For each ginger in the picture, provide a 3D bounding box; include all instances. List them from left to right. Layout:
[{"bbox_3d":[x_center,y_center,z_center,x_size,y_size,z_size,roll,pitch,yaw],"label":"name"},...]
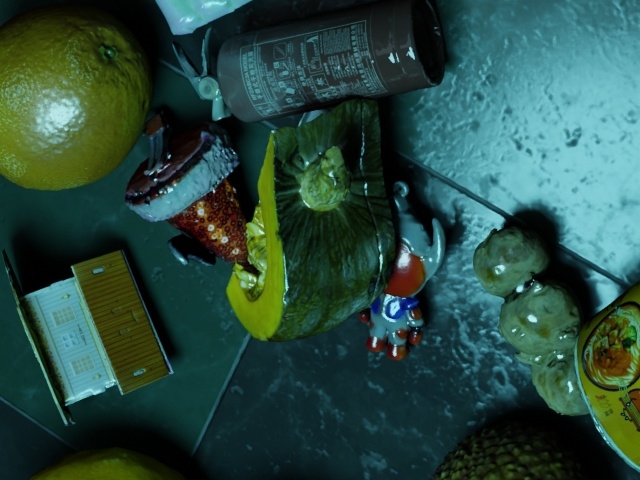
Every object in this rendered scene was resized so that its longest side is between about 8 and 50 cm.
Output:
[{"bbox_3d":[0.219,0.077,1.268,0.080,0.104,0.204,-30,91,-17],"label":"ginger"}]

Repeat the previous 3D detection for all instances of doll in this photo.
[{"bbox_3d":[0.077,0.030,1.332,0.104,0.062,0.195,31,127,47],"label":"doll"}]

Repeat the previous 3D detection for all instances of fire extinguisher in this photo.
[{"bbox_3d":[-0.018,-0.179,1.287,0.269,0.105,0.105,-8,102,25],"label":"fire extinguisher"}]

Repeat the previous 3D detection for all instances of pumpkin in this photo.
[{"bbox_3d":[0.002,-0.002,1.263,0.126,0.131,0.248,57,145,40],"label":"pumpkin"}]

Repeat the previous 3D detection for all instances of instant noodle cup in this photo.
[{"bbox_3d":[0.345,0.107,1.168,0.172,0.216,0.216,-37,89,36],"label":"instant noodle cup"}]

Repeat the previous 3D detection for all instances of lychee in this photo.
[{"bbox_3d":[0.188,0.278,1.296,0.194,0.194,0.194,7,108,21],"label":"lychee"}]

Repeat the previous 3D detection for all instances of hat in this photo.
[{"bbox_3d":[-0.110,-0.023,1.378,0.129,0.140,0.227,-42,112,-9],"label":"hat"}]

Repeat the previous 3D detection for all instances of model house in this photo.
[{"bbox_3d":[-0.264,0.085,1.470,0.135,0.207,0.219,-21,87,-9],"label":"model house"}]

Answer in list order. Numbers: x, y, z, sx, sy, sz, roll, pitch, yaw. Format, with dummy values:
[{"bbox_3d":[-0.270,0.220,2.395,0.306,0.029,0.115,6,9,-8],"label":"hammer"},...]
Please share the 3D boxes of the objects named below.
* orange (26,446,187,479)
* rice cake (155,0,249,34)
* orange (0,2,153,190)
[{"bbox_3d":[-0.242,0.361,1.456,0.261,0.261,0.261,7,108,21],"label":"orange"},{"bbox_3d":[-0.122,-0.323,1.299,0.189,0.037,0.198,-27,88,16],"label":"rice cake"},{"bbox_3d":[-0.268,-0.151,1.348,0.206,0.206,0.206,7,108,21],"label":"orange"}]
